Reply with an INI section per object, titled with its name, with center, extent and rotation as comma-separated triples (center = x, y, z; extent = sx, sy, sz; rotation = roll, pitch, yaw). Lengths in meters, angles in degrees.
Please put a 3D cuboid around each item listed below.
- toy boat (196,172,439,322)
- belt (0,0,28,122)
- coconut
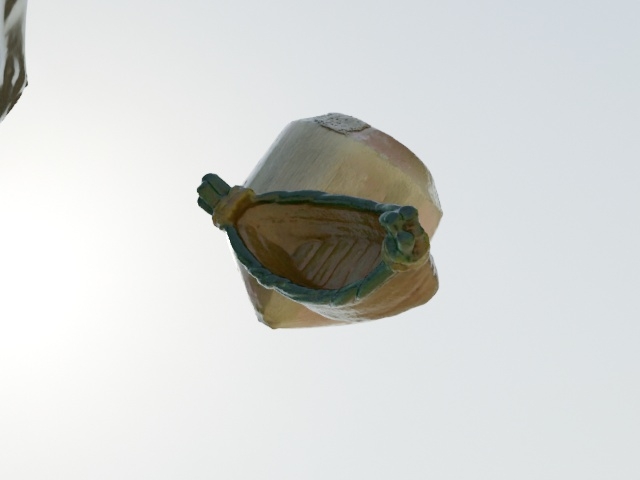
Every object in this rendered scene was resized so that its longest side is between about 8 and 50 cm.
[toy boat]
center = 0.000, 0.000, 0.981
extent = 0.089, 0.229, 0.088
rotation = -51, -56, -22
[belt]
center = -0.240, -0.137, 0.816
extent = 0.126, 0.139, 0.230
rotation = -79, 3, -55
[coconut]
center = 0.005, -0.004, 1.196
extent = 0.183, 0.171, 0.171
rotation = -57, -29, -12
